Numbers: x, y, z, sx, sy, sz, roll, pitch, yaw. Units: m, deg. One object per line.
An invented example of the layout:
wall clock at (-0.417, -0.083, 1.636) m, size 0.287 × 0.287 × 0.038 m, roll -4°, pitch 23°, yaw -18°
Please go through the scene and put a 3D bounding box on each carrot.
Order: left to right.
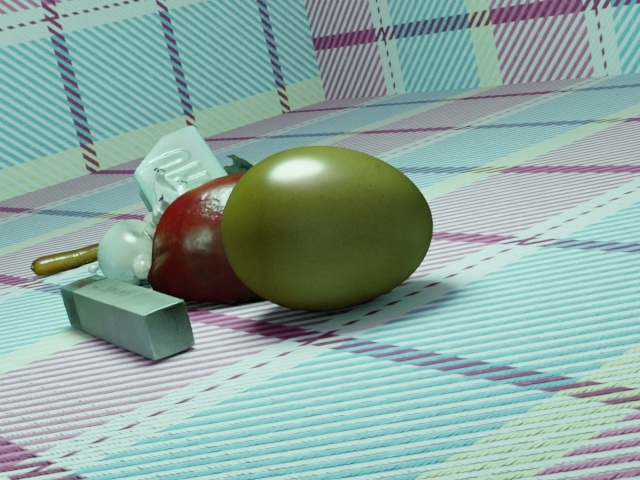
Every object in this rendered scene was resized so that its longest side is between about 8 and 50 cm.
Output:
carrot at (-0.517, 0.031, 2.451) m, size 0.247 × 0.043 × 0.043 m, roll -17°, pitch 13°, yaw -25°

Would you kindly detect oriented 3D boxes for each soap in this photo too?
soap at (-0.273, -0.098, 2.300) m, size 0.172 × 0.095 × 0.289 m, roll -24°, pitch 50°, yaw -13°

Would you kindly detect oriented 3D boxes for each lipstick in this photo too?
lipstick at (-0.317, 0.118, 1.796) m, size 0.076 × 0.080 × 0.371 m, roll -19°, pitch 14°, yaw -29°

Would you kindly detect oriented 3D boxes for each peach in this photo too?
peach at (-0.158, -0.015, 1.937) m, size 0.361 × 0.201 × 0.258 m, roll -8°, pitch 15°, yaw 22°

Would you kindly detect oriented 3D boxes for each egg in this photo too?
egg at (0.009, -0.018, 1.681) m, size 0.322 × 0.250 × 0.250 m, roll 1°, pitch 16°, yaw 16°

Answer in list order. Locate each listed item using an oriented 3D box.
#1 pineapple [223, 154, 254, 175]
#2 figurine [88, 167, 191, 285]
pineapple at (-0.194, -0.107, 2.464) m, size 0.364 × 0.166 × 0.165 m, roll -12°, pitch 13°, yaw -3°
figurine at (-0.335, -0.001, 2.106) m, size 0.257 × 0.182 × 0.144 m, roll -47°, pitch -40°, yaw 19°
